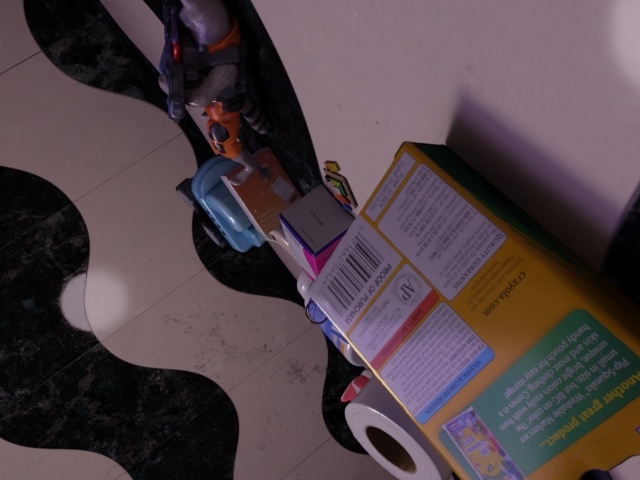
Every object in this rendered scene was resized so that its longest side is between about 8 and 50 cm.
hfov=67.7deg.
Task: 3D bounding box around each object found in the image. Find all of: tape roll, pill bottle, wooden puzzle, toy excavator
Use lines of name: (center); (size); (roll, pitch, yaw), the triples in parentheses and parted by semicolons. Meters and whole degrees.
tape roll: (0.196, 0.383, 1.019); (0.246, 0.169, 0.246); (31, 144, 27)
pill bottle: (0.056, 0.164, 1.167); (0.272, 0.152, 0.152); (43, 165, 45)
wooden puzzle: (0.032, -0.092, 0.840); (0.078, 0.014, 0.116); (37, 160, 57)
toy excavator: (-0.184, -0.053, 1.425); (0.445, 0.222, 0.433); (18, 145, 57)

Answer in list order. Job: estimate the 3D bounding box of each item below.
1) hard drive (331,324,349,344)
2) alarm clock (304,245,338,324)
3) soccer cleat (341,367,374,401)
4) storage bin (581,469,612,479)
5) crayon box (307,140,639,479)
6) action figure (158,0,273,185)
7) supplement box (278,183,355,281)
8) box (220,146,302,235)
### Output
hard drive: (0.156, 0.163, 0.707); (0.210, 0.040, 0.318); (11, 176, -12)
alarm clock: (0.056, 0.070, 0.765); (0.129, 0.192, 0.064); (53, 179, -1)
soccer cleat: (0.185, 0.475, 1.189); (0.318, 0.116, 0.108); (50, 159, 12)
storage bin: (0.326, 0.312, 0.677); (0.135, 0.098, 0.091); (55, 179, -8)
crayon box: (0.150, 0.088, 0.432); (0.323, 0.083, 0.203); (49, 124, 26)
action figure: (-0.186, -0.312, 0.856); (0.330, 0.178, 0.341); (94, 166, -64)
supplement box: (0.000, 0.000, 0.998); (0.111, 0.114, 0.220); (49, 167, 19)
box: (-0.137, -0.120, 1.152); (0.170, 0.130, 0.091); (57, 169, -18)
